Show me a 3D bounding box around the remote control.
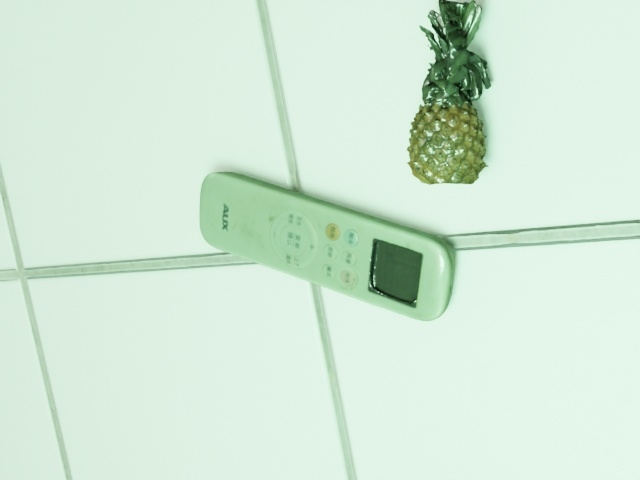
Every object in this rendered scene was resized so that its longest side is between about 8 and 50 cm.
[{"bbox_3d":[0.000,0.001,1.049,0.309,0.038,0.090,20,114,32],"label":"remote control"}]

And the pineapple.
[{"bbox_3d":[0.113,-0.130,0.906,0.074,0.074,0.159,13,107,34],"label":"pineapple"}]
